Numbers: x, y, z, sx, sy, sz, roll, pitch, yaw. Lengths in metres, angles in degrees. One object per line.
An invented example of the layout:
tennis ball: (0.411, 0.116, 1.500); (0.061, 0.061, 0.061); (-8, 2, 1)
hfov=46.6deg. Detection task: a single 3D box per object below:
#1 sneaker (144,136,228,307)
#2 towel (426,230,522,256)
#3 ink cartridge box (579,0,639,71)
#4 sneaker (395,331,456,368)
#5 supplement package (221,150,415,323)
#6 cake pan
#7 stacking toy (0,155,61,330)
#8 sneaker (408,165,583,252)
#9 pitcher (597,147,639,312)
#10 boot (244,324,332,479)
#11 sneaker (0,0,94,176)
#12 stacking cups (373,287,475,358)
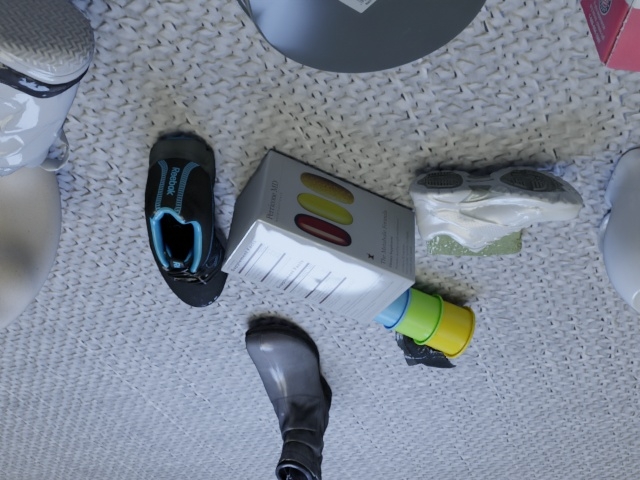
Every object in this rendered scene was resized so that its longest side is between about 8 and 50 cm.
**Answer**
sneaker: (-0.210, 0.010, 1.110); (0.125, 0.140, 0.341); (1, 140, 2)
towel: (0.231, -0.018, 1.120); (0.148, 0.027, 0.110); (-1, 138, 8)
ink cartridge box: (0.323, -0.316, 0.630); (0.117, 0.207, 0.283); (5, 139, -2)
sneaker: (0.192, 0.186, 1.344); (0.089, 0.051, 0.170); (-8, 142, 14)
supplement package: (0.000, 0.000, 1.077); (0.244, 0.139, 0.134); (21, 138, -19)
cake pan: (0.048, -0.273, 0.761); (0.293, 0.054, 0.293); (-5, 153, -3)
stacking toy: (-0.638, -0.037, 1.038); (0.479, 0.351, 0.351); (1, 143, 33)
sneaker: (0.242, -0.038, 1.036); (0.232, 0.090, 0.115); (3, 123, 16)
pitcher: (0.430, 0.008, 0.995); (0.125, 0.207, 0.178); (7, 140, -2)
boot: (-0.052, 0.325, 1.392); (0.118, 0.223, 0.338); (-12, 137, 19)
sneaker: (-0.422, -0.165, 0.748); (0.365, 0.137, 0.210); (8, 139, -15)
stacking cups: (0.098, 0.104, 1.221); (0.316, 0.096, 0.096); (21, 137, -17)
